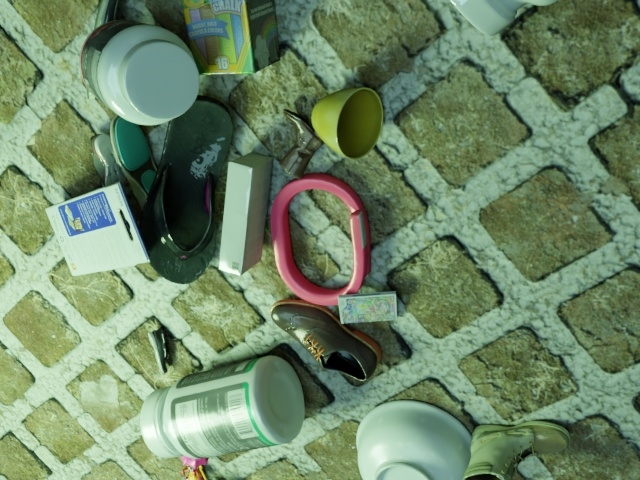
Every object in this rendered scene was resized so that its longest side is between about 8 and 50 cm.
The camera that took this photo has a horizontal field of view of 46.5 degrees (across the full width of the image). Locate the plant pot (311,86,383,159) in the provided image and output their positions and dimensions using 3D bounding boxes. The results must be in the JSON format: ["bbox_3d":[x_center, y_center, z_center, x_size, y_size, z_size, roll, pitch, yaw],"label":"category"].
[{"bbox_3d":[0.040,-0.228,1.403,0.095,0.134,0.134,22,124,39],"label":"plant pot"}]

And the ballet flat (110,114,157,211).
[{"bbox_3d":[-0.403,-0.156,1.629,0.086,0.086,0.248,-13,111,26],"label":"ballet flat"}]

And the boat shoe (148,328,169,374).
[{"bbox_3d":[-0.396,0.277,1.859,0.046,0.038,0.125,29,135,59],"label":"boat shoe"}]

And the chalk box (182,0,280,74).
[{"bbox_3d":[-0.166,-0.423,1.370,0.132,0.132,0.213,3,115,19],"label":"chalk box"}]

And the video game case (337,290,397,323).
[{"bbox_3d":[0.101,0.143,1.583,0.122,0.011,0.087,-4,135,4],"label":"video game case"}]

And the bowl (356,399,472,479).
[{"bbox_3d":[0.205,0.523,1.698,0.298,0.134,0.298,9,118,18],"label":"bowl"}]

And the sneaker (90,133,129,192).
[{"bbox_3d":[-0.476,-0.168,1.670,0.065,0.061,0.158,18,123,43],"label":"sneaker"}]

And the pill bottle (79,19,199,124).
[{"bbox_3d":[-0.330,-0.309,1.368,0.176,0.318,0.176,-9,111,-24],"label":"pill bottle"}]

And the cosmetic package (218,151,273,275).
[{"bbox_3d":[-0.157,-0.056,1.553,0.060,0.099,0.239,17,113,19],"label":"cosmetic package"}]

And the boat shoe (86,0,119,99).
[{"bbox_3d":[-0.429,-0.399,1.528,0.079,0.084,0.233,4,115,-22],"label":"boat shoe"}]

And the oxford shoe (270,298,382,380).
[{"bbox_3d":[0.003,0.217,1.641,0.271,0.098,0.097,25,121,7],"label":"oxford shoe"}]

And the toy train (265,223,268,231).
[{"bbox_3d":[-0.151,-0.022,1.631,0.083,0.017,0.023,-15,119,26],"label":"toy train"}]

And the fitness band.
[{"bbox_3d":[0.000,0.000,1.567,0.209,0.054,0.290,5,116,21],"label":"fitness band"}]

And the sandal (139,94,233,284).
[{"bbox_3d":[-0.287,-0.083,1.565,0.168,0.107,0.445,5,121,-15],"label":"sandal"}]

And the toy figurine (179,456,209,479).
[{"bbox_3d":[-0.326,0.607,1.975,0.173,0.130,0.159,-11,98,51],"label":"toy figurine"}]

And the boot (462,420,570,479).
[{"bbox_3d":[0.412,0.459,1.566,0.213,0.165,0.077,-8,112,25],"label":"boot"}]

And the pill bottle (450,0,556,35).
[{"bbox_3d":[0.349,-0.484,1.097,0.363,0.210,0.210,-37,98,31],"label":"pill bottle"}]

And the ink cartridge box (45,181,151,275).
[{"bbox_3d":[-0.479,-0.024,1.642,0.371,0.069,0.175,-8,104,49],"label":"ink cartridge box"}]

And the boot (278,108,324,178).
[{"bbox_3d":[-0.057,-0.190,1.484,0.106,0.037,0.114,35,108,-1],"label":"boot"}]

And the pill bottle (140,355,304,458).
[{"bbox_3d":[-0.237,0.404,1.765,0.361,0.204,0.204,-17,108,27],"label":"pill bottle"}]
